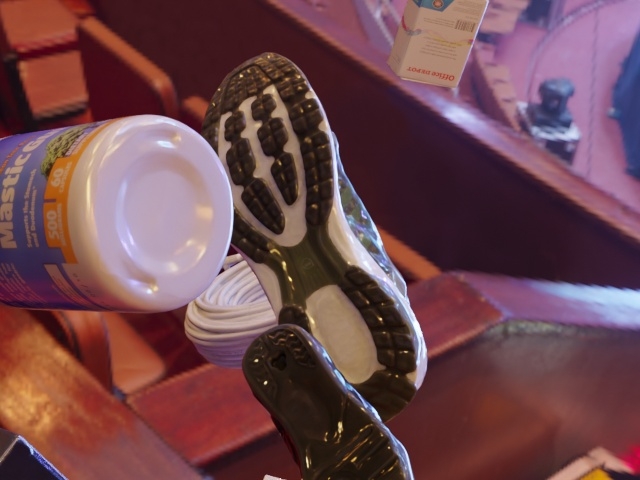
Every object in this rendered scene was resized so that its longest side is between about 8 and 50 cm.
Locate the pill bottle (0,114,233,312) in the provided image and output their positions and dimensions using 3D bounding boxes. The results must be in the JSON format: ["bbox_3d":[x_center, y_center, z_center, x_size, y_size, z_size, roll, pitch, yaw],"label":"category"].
[{"bbox_3d":[-0.214,-0.017,0.907,0.272,0.152,0.152,-2,18,42],"label":"pill bottle"}]

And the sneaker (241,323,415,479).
[{"bbox_3d":[0.025,0.175,0.861,0.087,0.130,0.227,-38,48,0],"label":"sneaker"}]

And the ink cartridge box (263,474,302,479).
[{"bbox_3d":[-0.053,0.367,1.360,0.061,0.181,0.104,12,51,14],"label":"ink cartridge box"}]

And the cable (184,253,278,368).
[{"bbox_3d":[-0.065,0.088,1.517,0.257,0.089,0.257,-15,21,14],"label":"cable"}]

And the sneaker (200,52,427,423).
[{"bbox_3d":[0.000,0.000,1.153,0.410,0.158,0.182,69,17,13],"label":"sneaker"}]

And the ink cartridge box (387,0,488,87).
[{"bbox_3d":[0.147,-0.264,1.391,0.088,0.122,0.052,8,27,-21],"label":"ink cartridge box"}]

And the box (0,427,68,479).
[{"bbox_3d":[-0.565,0.451,1.796,0.395,0.293,0.212,4,50,44],"label":"box"}]
